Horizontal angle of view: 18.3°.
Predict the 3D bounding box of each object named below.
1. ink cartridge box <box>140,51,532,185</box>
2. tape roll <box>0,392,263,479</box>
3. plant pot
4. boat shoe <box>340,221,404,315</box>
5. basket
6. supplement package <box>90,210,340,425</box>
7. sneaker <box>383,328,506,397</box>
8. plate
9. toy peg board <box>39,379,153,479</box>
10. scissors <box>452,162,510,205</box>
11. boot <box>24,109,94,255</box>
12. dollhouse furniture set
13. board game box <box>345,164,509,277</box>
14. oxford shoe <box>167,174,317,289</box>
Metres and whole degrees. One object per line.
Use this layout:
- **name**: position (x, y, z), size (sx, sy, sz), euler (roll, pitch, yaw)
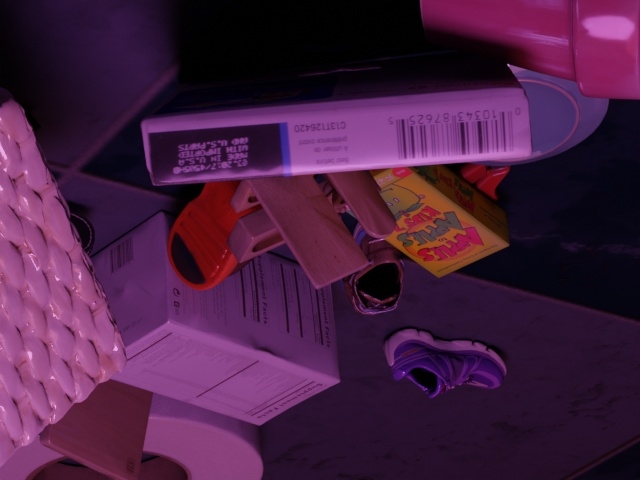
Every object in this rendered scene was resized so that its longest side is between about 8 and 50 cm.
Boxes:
- **ink cartridge box**: position (0.016, -0.106, 1.689), size (0.304, 0.072, 0.307), euler (-6, -172, 3)
- **tape roll**: position (-0.265, 0.270, 2.472), size (0.392, 0.072, 0.392), euler (-5, 151, -3)
- **plant pot**: position (0.179, -0.218, 1.600), size (0.180, 0.201, 0.201), euler (4, 153, 14)
- **boat shoe**: position (0.056, 0.041, 2.134), size (0.066, 0.066, 0.183), euler (-4, 150, -3)
- **basket**: position (-0.381, 0.028, 1.623), size (0.328, 0.266, 0.331), euler (-40, 135, -24)
- **supplement package**: position (-0.115, 0.087, 2.114), size (0.244, 0.134, 0.139), euler (22, 140, -40)
- **sneaker**: position (0.145, 0.157, 2.350), size (0.170, 0.071, 0.068), euler (13, 145, -31)
- **plate**: position (0.182, -0.121, 1.898), size (0.188, 0.024, 0.188), euler (-1, 146, -1)
- **toy peg board**: position (-0.270, 0.176, 2.231), size (0.079, 0.160, 0.161), euler (-6, 154, 33)
- **scissors**: position (0.186, -0.081, 1.997), size (0.109, 0.021, 0.297), euler (24, 137, -34)
- **boot**: position (-0.295, -0.047, 1.898), size (0.236, 0.085, 0.178), euler (13, 143, -30)
- **dollhouse furniture set**: position (0.000, 0.000, 1.802), size (0.144, 0.123, 0.151), euler (-24, 162, -30)
- **board game box**: position (0.100, -0.034, 2.001), size (0.092, 0.043, 0.181), euler (-26, 137, 31)
- **oxford shoe**: position (-0.052, -0.061, 1.943), size (0.098, 0.097, 0.271), euler (-25, 163, -48)
